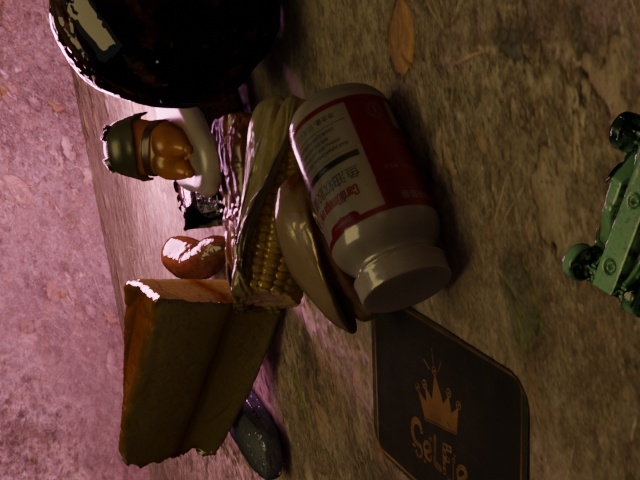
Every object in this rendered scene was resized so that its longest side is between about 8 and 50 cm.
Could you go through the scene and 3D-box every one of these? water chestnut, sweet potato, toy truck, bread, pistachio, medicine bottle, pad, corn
[{"bbox_3d":[-0.242,-0.339,1.512,0.347,0.335,0.335,154,105,-68],"label":"water chestnut"},{"bbox_3d":[-0.244,0.037,2.024,0.291,0.097,0.098,0,100,60],"label":"sweet potato"},{"bbox_3d":[0.254,-0.022,0.770,0.080,0.078,0.154,38,121,49],"label":"toy truck"},{"bbox_3d":[-0.221,0.254,1.772,0.245,0.233,0.362,-160,74,-65],"label":"bread"},{"bbox_3d":[0.018,0.008,1.270,0.215,0.143,0.144,62,154,15],"label":"pistachio"},{"bbox_3d":[-0.095,-0.063,1.566,0.184,0.114,0.275,-177,80,-68],"label":"bread"},{"bbox_3d":[0.056,-0.051,1.159,0.131,0.131,0.250,115,141,-56],"label":"medicine bottle"},{"bbox_3d":[0.121,0.252,1.222,0.375,0.063,0.315,-150,54,-64],"label":"pad"},{"bbox_3d":[-0.061,-0.048,1.387,0.123,0.122,0.305,-12,67,63],"label":"corn"}]

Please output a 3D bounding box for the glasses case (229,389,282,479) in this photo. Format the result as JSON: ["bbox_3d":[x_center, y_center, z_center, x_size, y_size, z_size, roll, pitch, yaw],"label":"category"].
[{"bbox_3d":[-0.137,0.347,1.909,0.282,0.067,0.109,-139,42,-57],"label":"glasses case"}]

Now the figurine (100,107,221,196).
[{"bbox_3d":[-0.266,-0.146,1.615,0.250,0.141,0.167,35,131,56],"label":"figurine"}]

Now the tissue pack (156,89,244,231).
[{"bbox_3d":[-0.194,-0.190,1.758,0.245,0.123,0.333,-10,93,63],"label":"tissue pack"}]
